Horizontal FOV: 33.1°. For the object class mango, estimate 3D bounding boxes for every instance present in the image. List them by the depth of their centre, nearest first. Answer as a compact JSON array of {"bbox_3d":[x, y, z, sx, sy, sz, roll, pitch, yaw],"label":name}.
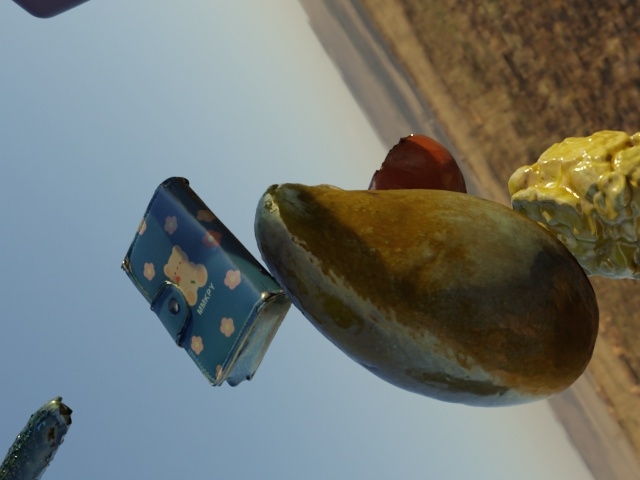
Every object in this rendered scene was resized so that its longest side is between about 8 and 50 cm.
[{"bbox_3d":[0.092,0.035,0.883,0.316,0.146,0.192,21,-140,-24],"label":"mango"}]

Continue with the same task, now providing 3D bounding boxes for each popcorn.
[{"bbox_3d":[0.285,-0.038,1.102,0.194,0.140,0.163,40,142,42],"label":"popcorn"}]

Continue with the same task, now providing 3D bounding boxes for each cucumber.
[{"bbox_3d":[-0.306,0.245,1.042,0.043,0.256,0.044,28,-160,-19],"label":"cucumber"}]

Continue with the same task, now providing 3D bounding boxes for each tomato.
[{"bbox_3d":[0.122,-0.017,1.309,0.085,0.224,0.225,14,165,25],"label":"tomato"}]

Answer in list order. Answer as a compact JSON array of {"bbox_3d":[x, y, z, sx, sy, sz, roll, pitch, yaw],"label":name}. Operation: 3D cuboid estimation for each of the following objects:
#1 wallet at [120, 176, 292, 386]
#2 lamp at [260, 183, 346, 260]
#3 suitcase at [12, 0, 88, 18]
[{"bbox_3d":[-0.124,0.047,1.133,0.059,0.141,0.202,-7,-137,-47],"label":"wallet"},{"bbox_3d":[0.000,0.000,1.515,0.161,0.161,0.185,57,167,-17],"label":"lamp"},{"bbox_3d":[-0.286,-0.422,1.229,0.161,0.236,0.297,44,-148,-50],"label":"suitcase"}]
